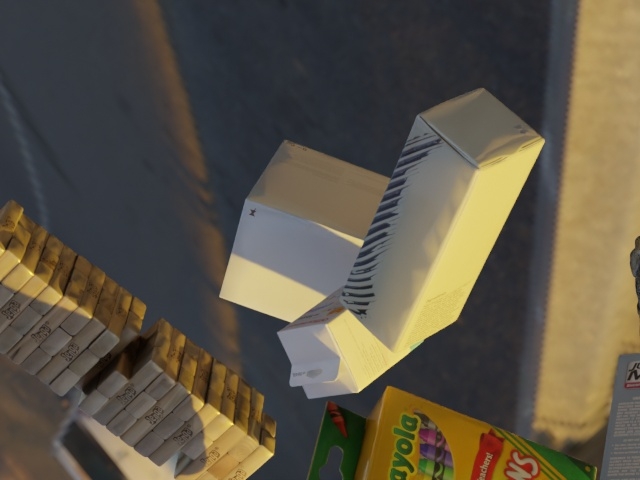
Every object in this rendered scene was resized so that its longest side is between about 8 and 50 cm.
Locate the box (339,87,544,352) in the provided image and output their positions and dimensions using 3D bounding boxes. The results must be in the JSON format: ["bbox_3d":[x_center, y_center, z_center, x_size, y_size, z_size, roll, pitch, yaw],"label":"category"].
[{"bbox_3d":[0.121,-0.017,1.732,0.094,0.113,0.275,43,134,23],"label":"box"}]

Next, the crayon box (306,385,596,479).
[{"bbox_3d":[0.143,0.295,1.866,0.318,0.202,0.081,21,138,-7],"label":"crayon box"}]

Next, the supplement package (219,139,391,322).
[{"bbox_3d":[0.000,0.000,2.141,0.194,0.149,0.203,20,-152,4],"label":"supplement package"}]

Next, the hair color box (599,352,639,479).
[{"bbox_3d":[0.438,0.345,2.123,0.113,0.374,0.185,-7,141,31],"label":"hair color box"}]

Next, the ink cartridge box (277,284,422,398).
[{"bbox_3d":[0.029,0.115,1.920,0.092,0.143,0.090,-15,104,47],"label":"ink cartridge box"}]

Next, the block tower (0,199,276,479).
[{"bbox_3d":[-0.197,0.110,1.582,0.335,0.097,0.091,41,-160,-17],"label":"block tower"}]

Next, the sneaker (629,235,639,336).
[{"bbox_3d":[0.372,0.052,1.734,0.227,0.087,0.130,75,-176,-78],"label":"sneaker"}]
